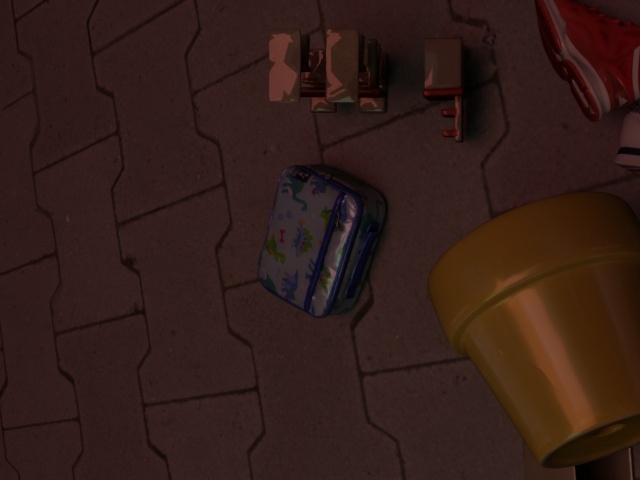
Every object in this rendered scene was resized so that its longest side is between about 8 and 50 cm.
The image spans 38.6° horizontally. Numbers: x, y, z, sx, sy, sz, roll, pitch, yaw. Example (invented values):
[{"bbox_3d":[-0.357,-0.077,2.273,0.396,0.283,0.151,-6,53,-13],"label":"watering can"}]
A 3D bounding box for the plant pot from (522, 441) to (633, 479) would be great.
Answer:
[{"bbox_3d":[0.311,0.282,1.125,0.096,0.109,0.108,-6,87,55],"label":"plant pot"}]

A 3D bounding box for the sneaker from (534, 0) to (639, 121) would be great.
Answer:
[{"bbox_3d":[0.348,-0.244,1.107,0.128,0.087,0.221,-19,57,6],"label":"sneaker"}]

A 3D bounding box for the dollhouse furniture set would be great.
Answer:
[{"bbox_3d":[0.066,-0.203,1.247,0.259,0.262,0.135,2,95,11],"label":"dollhouse furniture set"}]

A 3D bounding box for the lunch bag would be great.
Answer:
[{"bbox_3d":[0.000,0.000,1.409,0.176,0.090,0.218,32,113,34],"label":"lunch bag"}]

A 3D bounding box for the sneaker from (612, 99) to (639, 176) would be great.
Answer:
[{"bbox_3d":[0.442,-0.109,1.006,0.235,0.090,0.094,14,86,38],"label":"sneaker"}]

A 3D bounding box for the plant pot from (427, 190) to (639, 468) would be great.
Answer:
[{"bbox_3d":[0.276,0.111,1.018,0.254,0.254,0.238,-41,53,35],"label":"plant pot"}]
